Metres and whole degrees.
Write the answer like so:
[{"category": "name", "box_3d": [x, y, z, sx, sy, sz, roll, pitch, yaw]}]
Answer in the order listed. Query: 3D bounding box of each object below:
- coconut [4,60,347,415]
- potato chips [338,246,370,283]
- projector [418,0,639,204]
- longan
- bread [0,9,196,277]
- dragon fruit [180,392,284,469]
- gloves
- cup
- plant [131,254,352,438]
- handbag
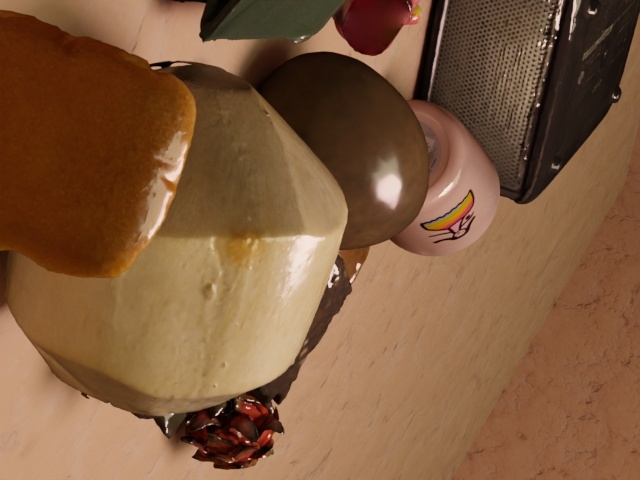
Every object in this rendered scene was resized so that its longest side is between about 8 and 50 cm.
[{"category": "coconut", "box_3d": [-0.133, -0.010, 1.363, 0.323, 0.323, 0.323, -53, 158, -34]}, {"category": "potato chips", "box_3d": [-0.001, -0.001, 2.056, 0.195, 0.062, 0.208, -52, 151, 6]}, {"category": "projector", "box_3d": [0.340, -0.325, 2.342, 0.395, 0.242, 0.405, -43, 149, -48]}, {"category": "longan", "box_3d": [0.016, -0.104, 1.773, 0.215, 0.246, 0.246, -29, 141, -39]}, {"category": "bread", "box_3d": [-0.214, -0.077, 1.126, 0.121, 0.245, 0.174, -21, 134, -78]}, {"category": "dragon fruit", "box_3d": [-0.118, 0.241, 1.955, 0.130, 0.121, 0.142, -36, 164, -22]}, {"category": "gloves", "box_3d": [0.076, -0.323, 1.831, 0.241, 0.126, 0.145, -90, -178, -54]}, {"category": "cup", "box_3d": [0.118, -0.076, 2.169, 0.253, 0.191, 0.200, -34, 158, 6]}, {"category": "plant", "box_3d": [-0.108, 0.090, 1.639, 0.276, 0.188, 0.199, -44, 158, -13]}, {"category": "handbag", "box_3d": [-0.003, -0.300, 1.508, 0.260, 0.079, 0.247, -39, 171, 24]}]
